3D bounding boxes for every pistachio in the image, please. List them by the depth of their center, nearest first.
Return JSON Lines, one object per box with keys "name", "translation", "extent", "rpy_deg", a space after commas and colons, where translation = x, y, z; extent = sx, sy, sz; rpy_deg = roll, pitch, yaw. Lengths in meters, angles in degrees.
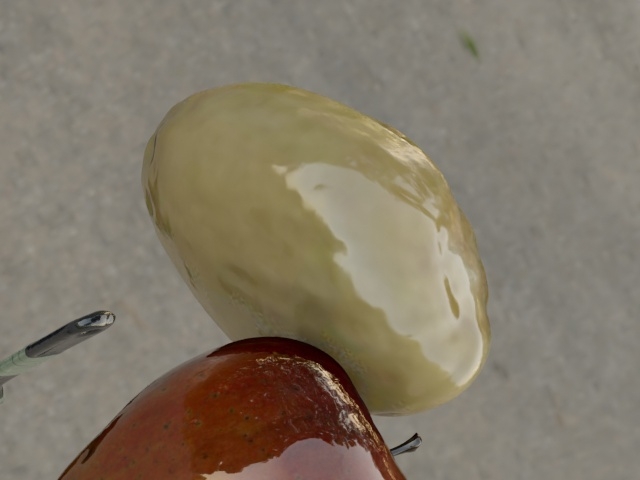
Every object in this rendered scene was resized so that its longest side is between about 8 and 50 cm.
{"name": "pistachio", "translation": [0.000, 0.000, 1.245], "extent": [0.293, 0.181, 0.162], "rpy_deg": [38, 14, 25]}

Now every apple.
{"name": "apple", "translation": [-0.042, 0.168, 1.109], "extent": [0.234, 0.234, 0.234], "rpy_deg": [32, 46, -40]}

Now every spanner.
{"name": "spanner", "translation": [-0.250, 0.103, 1.483], "extent": [0.087, 0.316, 0.024], "rpy_deg": [-12, 80, -34]}
